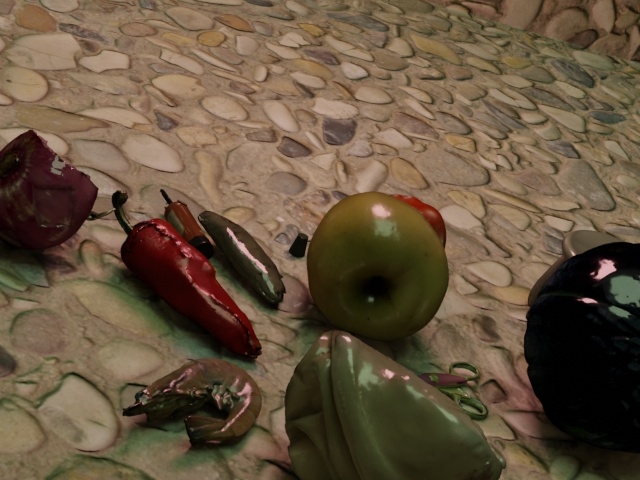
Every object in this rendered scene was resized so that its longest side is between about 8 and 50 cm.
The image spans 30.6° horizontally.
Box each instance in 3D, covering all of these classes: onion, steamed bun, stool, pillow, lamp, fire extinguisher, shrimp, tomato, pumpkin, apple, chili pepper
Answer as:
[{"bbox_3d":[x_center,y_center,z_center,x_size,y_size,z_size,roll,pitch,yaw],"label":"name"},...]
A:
[{"bbox_3d":[-0.478,-0.075,1.947,0.207,0.200,0.201,45,36,19],"label":"onion"},{"bbox_3d":[0.084,0.289,1.655,0.324,0.219,0.310,37,-5,18],"label":"steamed bun"},{"bbox_3d":[0.527,0.108,2.270,0.195,0.198,0.195,16,32,-7],"label":"stool"},{"bbox_3d":[-0.130,0.028,2.118,0.241,0.051,0.093,46,21,26],"label":"pillow"},{"bbox_3d":[-0.001,0.000,2.251,0.121,0.054,0.041,-3,38,-36],"label":"lamp"},{"bbox_3d":[-0.250,-0.029,2.140,0.177,0.050,0.062,52,-3,43],"label":"fire extinguisher"},{"bbox_3d":[-0.180,0.250,1.728,0.145,0.059,0.254,41,29,14],"label":"shrimp"},{"bbox_3d":[0.148,-0.008,2.250,0.151,0.187,0.187,-24,50,-26],"label":"tomato"},{"bbox_3d":[0.527,0.184,1.999,0.364,0.363,0.266,4,-11,-22],"label":"pumpkin"},{"bbox_3d":[0.098,0.046,2.058,0.262,0.262,0.262,16,30,-9],"label":"apple"},{"bbox_3d":[-0.232,0.061,1.960,0.387,0.110,0.110,42,35,23],"label":"chili pepper"}]

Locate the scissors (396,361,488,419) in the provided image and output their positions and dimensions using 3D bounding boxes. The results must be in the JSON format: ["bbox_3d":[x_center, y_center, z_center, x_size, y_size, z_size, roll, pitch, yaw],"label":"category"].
[{"bbox_3d":[0.197,0.243,2.011,0.187,0.020,0.133,15,34,-13],"label":"scissors"}]
